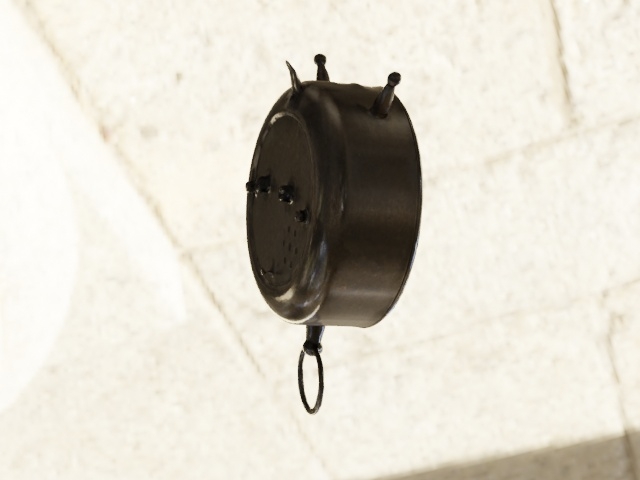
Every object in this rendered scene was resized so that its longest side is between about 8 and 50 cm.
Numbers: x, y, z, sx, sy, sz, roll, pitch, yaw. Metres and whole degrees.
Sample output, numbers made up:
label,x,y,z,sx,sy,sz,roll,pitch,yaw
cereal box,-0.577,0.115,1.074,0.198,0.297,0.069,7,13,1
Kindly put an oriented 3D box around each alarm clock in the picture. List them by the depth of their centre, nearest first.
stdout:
label,x,y,z,sx,sy,sz,roll,pitch,yaw
alarm clock,0.000,0.000,0.810,0.064,0.129,0.192,0,101,-22
